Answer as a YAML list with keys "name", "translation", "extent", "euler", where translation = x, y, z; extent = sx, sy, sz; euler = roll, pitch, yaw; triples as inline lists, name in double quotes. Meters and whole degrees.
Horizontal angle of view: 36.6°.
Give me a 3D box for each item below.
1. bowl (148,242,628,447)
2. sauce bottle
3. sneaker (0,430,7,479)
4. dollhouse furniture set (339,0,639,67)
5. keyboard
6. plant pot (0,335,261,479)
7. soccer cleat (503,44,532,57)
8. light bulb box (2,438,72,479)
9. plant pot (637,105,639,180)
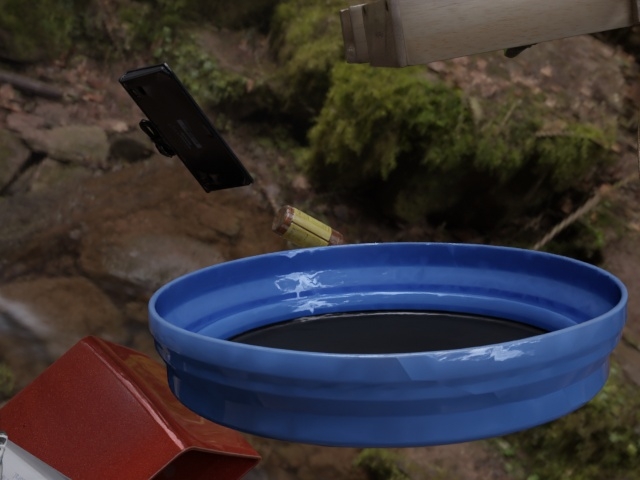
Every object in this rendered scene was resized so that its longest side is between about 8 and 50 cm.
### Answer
- name: "bowl"
  translation: [0.055, 0.074, 0.819]
  extent: [0.391, 0.077, 0.391]
  euler: [-3, 11, 1]
- name: "sauce bottle"
  translation: [0.000, 0.000, 1.227]
  extent: [0.128, 0.042, 0.042]
  euler: [30, 30, -21]
- name: "sneaker"
  translation: [-0.277, 0.218, 0.732]
  extent: [0.071, 0.083, 0.190]
  euler: [0, 15, 2]
- name: "dollhouse furniture set"
  translation: [0.095, -0.309, 0.658]
  extent: [0.174, 0.355, 0.303]
  euler: [-11, 11, -6]
- name: "keyboard"
  translation: [-0.159, -0.126, 1.115]
  extent: [0.180, 0.108, 0.023]
  euler: [55, 46, -32]
- name: "plant pot"
  translation: [-0.289, 0.288, 1.342]
  extent: [0.236, 0.267, 0.267]
  euler: [50, 3, 23]
- name: "soccer cleat"
  translation: [0.328, -0.316, 1.427]
  extent: [0.072, 0.179, 0.060]
  euler: [31, 61, -3]
- name: "light bulb box"
  translation: [-0.308, 0.426, 0.954]
  extent: [0.225, 0.361, 0.358]
  euler: [20, -23, 40]
- name: "plant pot"
  translation: [0.439, -0.127, 0.848]
  extent: [0.254, 0.237, 0.237]
  euler: [6, 33, 2]
